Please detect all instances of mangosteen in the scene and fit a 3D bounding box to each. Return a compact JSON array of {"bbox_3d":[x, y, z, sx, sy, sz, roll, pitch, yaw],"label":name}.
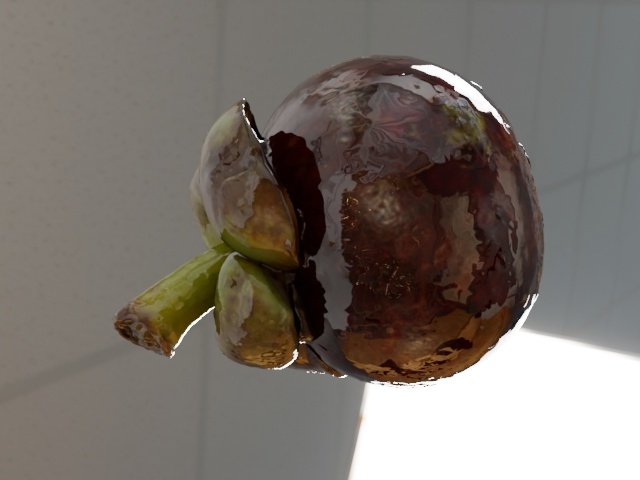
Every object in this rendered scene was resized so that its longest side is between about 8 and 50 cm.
[{"bbox_3d":[0.005,-0.006,0.567,0.145,0.181,0.155,-79,-23,-60],"label":"mangosteen"}]
